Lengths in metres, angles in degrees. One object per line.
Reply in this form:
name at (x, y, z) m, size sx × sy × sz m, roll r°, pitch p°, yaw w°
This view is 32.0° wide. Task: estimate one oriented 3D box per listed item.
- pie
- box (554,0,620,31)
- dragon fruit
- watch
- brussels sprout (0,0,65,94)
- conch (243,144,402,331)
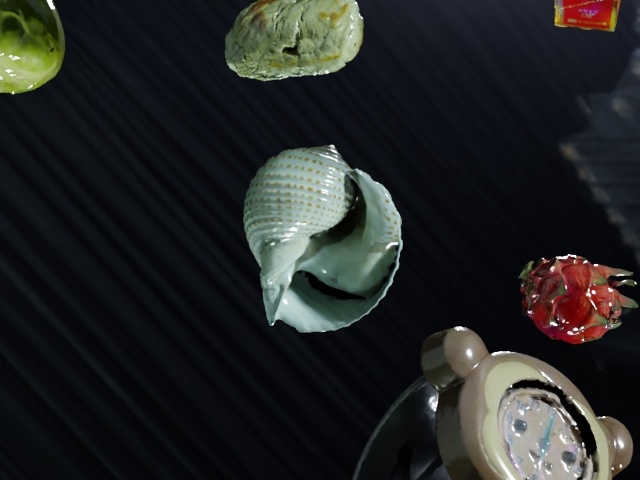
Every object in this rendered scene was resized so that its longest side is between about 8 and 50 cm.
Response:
pie at (-0.046, -0.360, 1.889) m, size 0.248 × 0.090 × 0.201 m, roll -3°, pitch -130°, yaw 22°
box at (0.345, -0.423, 1.370) m, size 0.313 × 0.089 × 0.197 m, roll 64°, pitch 36°, yaw -67°
dragon fruit at (0.542, 0.125, 2.356) m, size 0.193 × 0.274 × 0.192 m, roll -80°, pitch -168°, yaw -45°
watch at (0.175, 0.322, 1.405) m, size 0.327 × 0.314 × 0.335 m, roll -41°, pitch -155°, yaw 44°
brussels sprout at (-0.476, -0.335, 1.712) m, size 0.161 × 0.223 × 0.223 m, roll -7°, pitch -155°, yaw 16°
conch at (0.004, -0.007, 2.023) m, size 0.215 × 0.303 × 0.319 m, roll -49°, pitch 154°, yaw -71°
